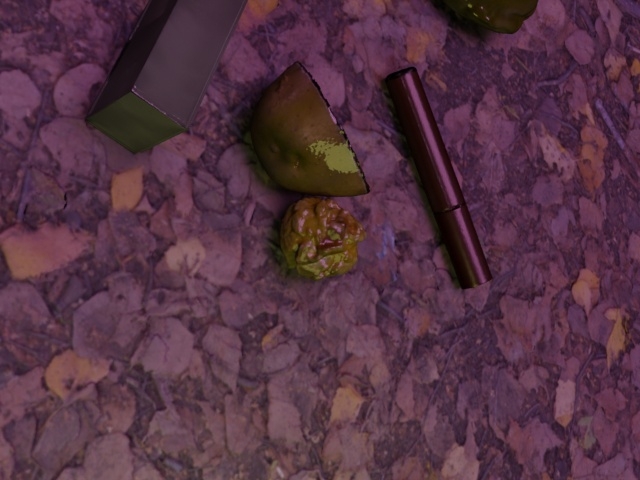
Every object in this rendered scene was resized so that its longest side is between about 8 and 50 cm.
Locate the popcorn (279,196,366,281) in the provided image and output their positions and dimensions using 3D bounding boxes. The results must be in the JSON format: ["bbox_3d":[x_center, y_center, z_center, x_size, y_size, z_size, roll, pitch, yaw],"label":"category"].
[{"bbox_3d":[0.000,0.000,1.405,0.120,0.116,0.106,64,34,-38],"label":"popcorn"}]

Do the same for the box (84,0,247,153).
[{"bbox_3d":[-0.190,-0.234,1.297,0.086,0.129,0.225,34,61,-27],"label":"box"}]

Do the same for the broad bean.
[{"bbox_3d":[0.266,-0.485,1.720,0.238,0.119,0.291,-41,103,-27],"label":"broad bean"}]

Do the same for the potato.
[{"bbox_3d":[-0.029,-0.132,1.405,0.117,0.182,0.202,-30,110,-6],"label":"potato"}]

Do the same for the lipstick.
[{"bbox_3d":[0.185,-0.097,1.608,0.057,0.057,0.356,-23,94,-39],"label":"lipstick"}]
